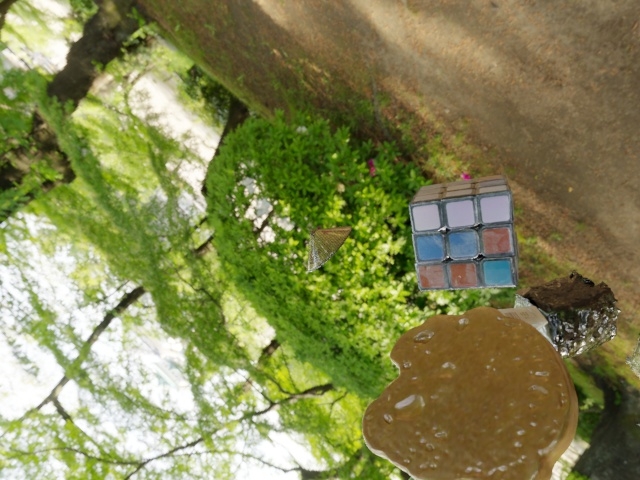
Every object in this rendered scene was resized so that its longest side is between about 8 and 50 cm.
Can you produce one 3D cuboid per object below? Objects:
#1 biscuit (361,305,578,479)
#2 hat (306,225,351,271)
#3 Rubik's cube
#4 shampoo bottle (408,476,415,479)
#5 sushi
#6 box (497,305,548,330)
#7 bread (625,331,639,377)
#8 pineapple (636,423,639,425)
[{"bbox_3d":[0.235,0.257,0.805,0.351,0.312,0.057,-18,131,35],"label":"biscuit"},{"bbox_3d":[0.000,0.000,1.470,0.082,0.193,0.193,43,167,-11],"label":"hat"},{"bbox_3d":[0.534,-0.035,1.789,0.362,0.363,0.358,-4,103,23],"label":"Rubik's cube"},{"bbox_3d":[0.347,0.849,1.589,0.151,0.221,0.350,41,-165,23],"label":"shampoo bottle"},{"bbox_3d":[0.929,0.293,1.843,0.281,0.294,0.299,-117,7,-50],"label":"sushi"},{"bbox_3d":[0.536,0.264,1.401,0.243,0.155,0.067,5,-134,-43],"label":"box"},{"bbox_3d":[0.847,0.250,1.120,0.121,0.245,0.174,29,-173,-45],"label":"bread"},{"bbox_3d":[0.423,0.313,0.500,0.130,0.119,0.277,-12,86,47],"label":"pineapple"}]
